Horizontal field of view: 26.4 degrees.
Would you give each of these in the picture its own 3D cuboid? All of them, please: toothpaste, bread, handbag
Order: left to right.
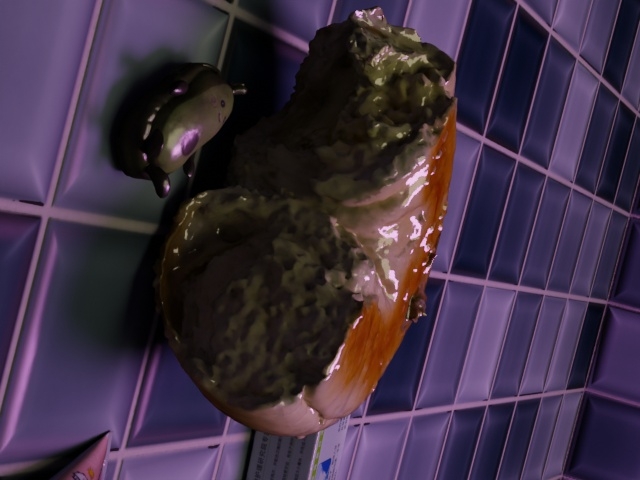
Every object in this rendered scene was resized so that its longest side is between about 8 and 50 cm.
[{"bbox_3d":[-0.173,0.180,0.880,0.194,0.042,0.067,-33,134,-77],"label":"toothpaste"},{"bbox_3d":[-0.093,-0.082,0.905,0.111,0.047,0.072,-50,148,-41],"label":"handbag"},{"bbox_3d":[-0.021,0.192,1.216,0.081,0.067,0.337,-8,112,-66],"label":"toothpaste"},{"bbox_3d":[0.002,-0.002,1.016,0.314,0.171,0.192,-67,158,-15],"label":"bread"}]
